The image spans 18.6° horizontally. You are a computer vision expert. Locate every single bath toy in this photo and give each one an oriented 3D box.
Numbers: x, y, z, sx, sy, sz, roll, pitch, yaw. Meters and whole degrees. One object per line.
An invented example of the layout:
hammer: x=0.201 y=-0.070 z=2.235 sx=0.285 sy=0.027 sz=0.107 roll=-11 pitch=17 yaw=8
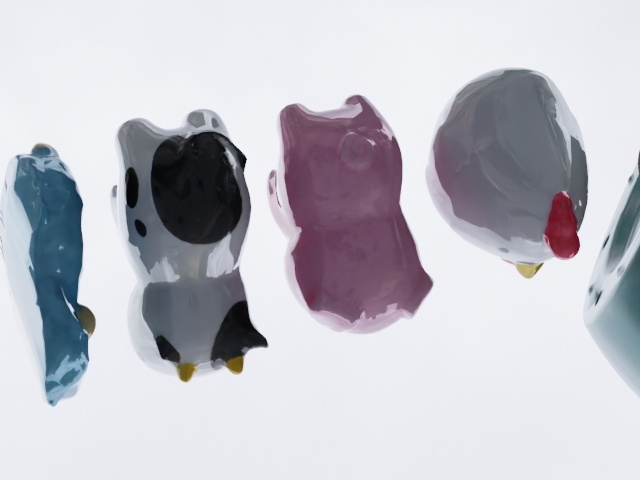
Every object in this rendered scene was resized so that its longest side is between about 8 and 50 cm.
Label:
bath toy: x=0.000 y=0.000 z=1.113 sx=0.348 sy=0.151 sz=0.129 roll=-12 pitch=-137 yaw=-15

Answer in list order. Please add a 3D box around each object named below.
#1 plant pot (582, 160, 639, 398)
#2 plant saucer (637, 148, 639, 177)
plant pot: x=0.305 y=0.015 z=1.216 sx=0.235 sy=0.293 sz=0.293 roll=24 pitch=-105 yaw=0
plant saucer: x=0.211 y=-0.033 z=1.057 sx=0.083 sy=0.015 sz=0.083 roll=2 pitch=-127 yaw=-3
